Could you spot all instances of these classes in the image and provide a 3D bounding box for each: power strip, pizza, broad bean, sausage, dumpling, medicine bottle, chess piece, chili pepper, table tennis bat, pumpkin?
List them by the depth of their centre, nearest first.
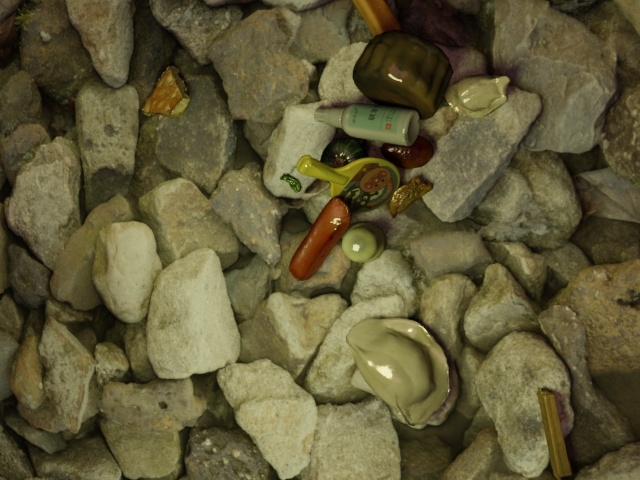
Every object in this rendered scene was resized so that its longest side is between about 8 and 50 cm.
[{"bbox_3d":[0.090,-0.185,1.431,0.224,0.369,0.054,-49,41,33],"label":"table tennis bat"},{"bbox_3d":[0.491,-0.451,1.446,0.199,0.118,0.136,-3,107,37],"label":"dumpling"},{"bbox_3d":[0.127,0.012,1.447,0.145,0.251,0.144,0,93,10],"label":"chess piece"},{"bbox_3d":[0.734,0.608,1.453,0.044,0.064,0.305,-11,90,3],"label":"power strip"},{"bbox_3d":[0.135,-0.381,1.477,0.352,0.110,0.110,18,95,31],"label":"medicine bottle"},{"bbox_3d":[0.260,0.390,1.488,0.260,0.181,0.341,-36,55,-11],"label":"dumpling"},{"bbox_3d":[0.282,-0.291,1.501,0.165,0.084,0.114,19,112,2],"label":"broad bean"},{"bbox_3d":[0.000,0.000,1.511,0.102,0.102,0.330,38,119,7],"label":"sausage"},{"bbox_3d":[0.079,-0.250,1.512,0.167,0.125,0.167,-1,87,14],"label":"pumpkin"},{"bbox_3d":[-0.100,-0.199,1.595,0.091,0.030,0.034,42,123,8],"label":"chili pepper"},{"bbox_3d":[-0.539,-0.490,1.645,0.204,0.081,0.188,-43,61,18],"label":"pizza"}]

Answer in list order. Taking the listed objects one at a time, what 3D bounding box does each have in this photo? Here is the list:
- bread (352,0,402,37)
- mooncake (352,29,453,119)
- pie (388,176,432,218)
[{"bbox_3d":[0.173,-0.751,1.508,0.093,0.074,0.239,-29,88,-6],"label":"bread"},{"bbox_3d":[0.246,-0.500,1.399,0.291,0.290,0.161,25,90,8],"label":"mooncake"},{"bbox_3d":[0.288,-0.150,1.515,0.170,0.034,0.092,-36,125,6],"label":"pie"}]
